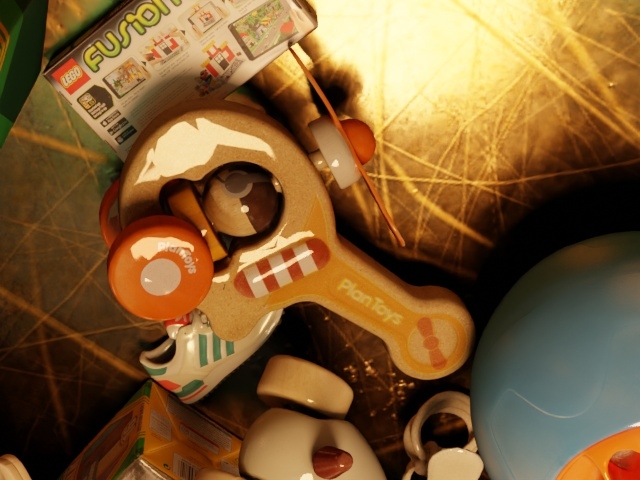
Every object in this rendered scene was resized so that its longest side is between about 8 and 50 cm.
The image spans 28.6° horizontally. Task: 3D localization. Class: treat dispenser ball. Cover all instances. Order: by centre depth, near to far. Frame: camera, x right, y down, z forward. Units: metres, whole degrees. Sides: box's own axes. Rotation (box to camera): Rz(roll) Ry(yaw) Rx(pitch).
[{"bbox_3d":[0.271,0.135,1.064,0.288,0.288,0.288,-1,116,-1],"label":"treat dispenser ball"}]

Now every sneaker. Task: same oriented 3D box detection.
[{"bbox_3d":[-0.101,0.082,1.156,0.075,0.057,0.161,37,113,-23],"label":"sneaker"}]

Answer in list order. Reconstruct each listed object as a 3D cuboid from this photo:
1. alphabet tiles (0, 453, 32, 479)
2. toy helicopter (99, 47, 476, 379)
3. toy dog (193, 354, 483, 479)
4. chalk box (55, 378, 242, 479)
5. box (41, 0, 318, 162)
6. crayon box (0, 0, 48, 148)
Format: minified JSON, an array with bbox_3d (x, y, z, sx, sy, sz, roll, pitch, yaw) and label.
[{"bbox_3d":[-0.335,0.294,1.182,0.284,0.021,0.278,-26,93,40],"label":"alphabet tiles"},{"bbox_3d":[0.000,0.000,1.063,0.355,0.140,0.235,32,102,-23],"label":"toy helicopter"},{"bbox_3d":[0.055,0.228,1.089,0.334,0.161,0.220,15,82,-31],"label":"toy dog"},{"bbox_3d":[-0.183,0.268,1.206,0.132,0.132,0.213,38,110,-19],"label":"chalk box"},{"bbox_3d":[-0.117,-0.164,1.048,0.207,0.036,0.114,-35,112,14],"label":"box"},{"bbox_3d":[-0.403,-0.143,0.896,0.363,0.313,0.106,9,115,-6],"label":"crayon box"}]
